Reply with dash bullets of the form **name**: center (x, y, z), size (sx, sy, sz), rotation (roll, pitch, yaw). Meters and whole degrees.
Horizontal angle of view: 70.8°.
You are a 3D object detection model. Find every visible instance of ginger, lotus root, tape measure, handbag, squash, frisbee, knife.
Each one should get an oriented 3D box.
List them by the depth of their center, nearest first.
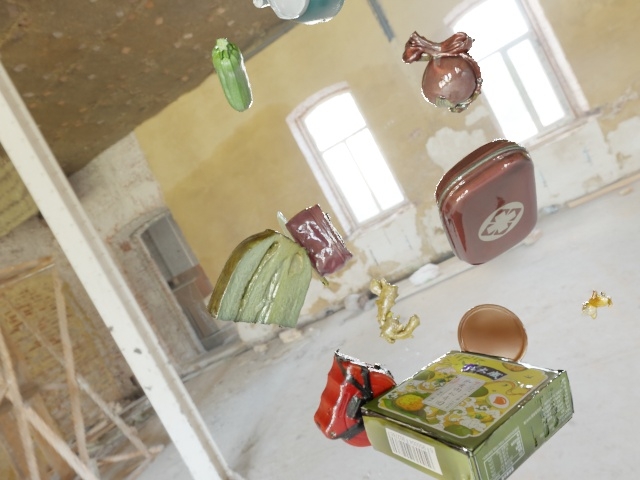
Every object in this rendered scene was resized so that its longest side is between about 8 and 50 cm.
- **squash**: center (-0.208, -0.391, 1.069), size (0.068, 0.077, 0.219), rotation (-5, -21, 1)
- **lotus root**: center (-0.170, 0.092, 1.261), size (0.267, 0.260, 0.149), rotation (15, 3, -41)
- **tape measure**: center (0.119, 0.474, 1.330), size (0.114, 0.261, 0.253), rotation (12, 81, 68)
- **ginger**: center (0.220, 0.226, 1.413), size (0.176, 0.193, 0.052), rotation (-63, -14, -13)
- **handbag**: center (0.000, 0.000, 1.419), size (0.135, 0.225, 0.146), rotation (-34, -5, -1)
- **frisbee**: center (0.635, 0.359, 1.671), size (0.251, 0.250, 0.021), rotation (-26, -16, 29)
- **knife**: center (-0.060, 0.033, 1.671), size (0.027, 0.343, 0.061), rotation (-44, 15, -33)

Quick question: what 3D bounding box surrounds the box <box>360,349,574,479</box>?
- **box**: center (0.382, 0.451, 1.195), size (0.421, 0.138, 0.373), rotation (-18, 6, -33)

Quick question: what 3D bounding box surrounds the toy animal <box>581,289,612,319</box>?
- **toy animal**: center (0.737, 0.178, 1.202), size (0.061, 0.083, 0.081), rotation (9, 24, -18)

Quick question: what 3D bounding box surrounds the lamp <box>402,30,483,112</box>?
- **lamp**: center (0.342, -0.467, 1.258), size (0.215, 0.223, 0.151), rotation (0, 16, 18)

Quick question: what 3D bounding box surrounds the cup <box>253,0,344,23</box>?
- **cup**: center (-0.044, -0.626, 1.124), size (0.300, 0.167, 0.173), rotation (6, 34, 32)

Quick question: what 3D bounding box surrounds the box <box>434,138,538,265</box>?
- **box**: center (0.438, -0.082, 1.170), size (0.263, 0.108, 0.404), rotation (-35, -38, 6)
